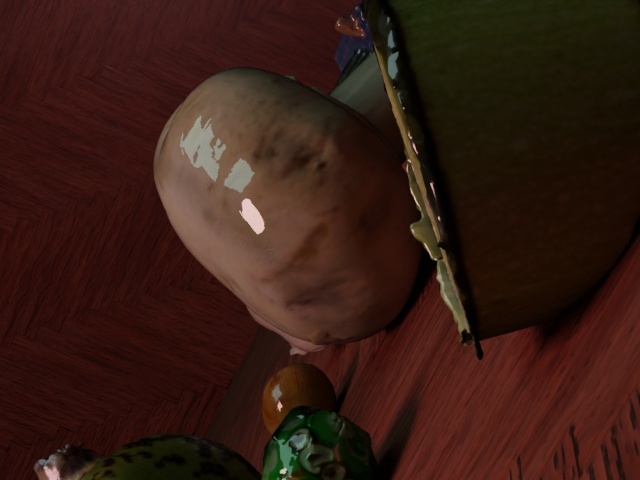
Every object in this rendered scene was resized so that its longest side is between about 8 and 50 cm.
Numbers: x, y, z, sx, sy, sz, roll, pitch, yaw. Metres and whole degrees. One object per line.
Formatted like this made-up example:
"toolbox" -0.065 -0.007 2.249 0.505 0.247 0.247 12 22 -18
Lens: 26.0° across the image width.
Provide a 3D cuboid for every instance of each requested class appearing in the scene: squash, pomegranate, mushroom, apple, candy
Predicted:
"squash" 0.102 -0.050 0.786 0.220 0.133 0.220 166 90 -85
"pomegranate" -0.155 0.289 1.256 0.254 0.270 0.254 -38 -14 -11
"mushroom" 0.020 -0.075 1.358 0.336 0.314 0.314 -39 2 -6
"apple" -0.022 0.174 1.460 0.084 0.084 0.071 -63 29 23
"candy" 0.004 0.190 1.171 0.323 0.097 0.097 77 -143 -83

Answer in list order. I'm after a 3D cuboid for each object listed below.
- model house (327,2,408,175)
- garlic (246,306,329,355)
"model house" 0.077 -0.185 1.648 0.166 0.172 0.183 127 166 -67
"garlic" -0.011 -0.013 1.714 0.203 0.185 0.281 -40 15 30
